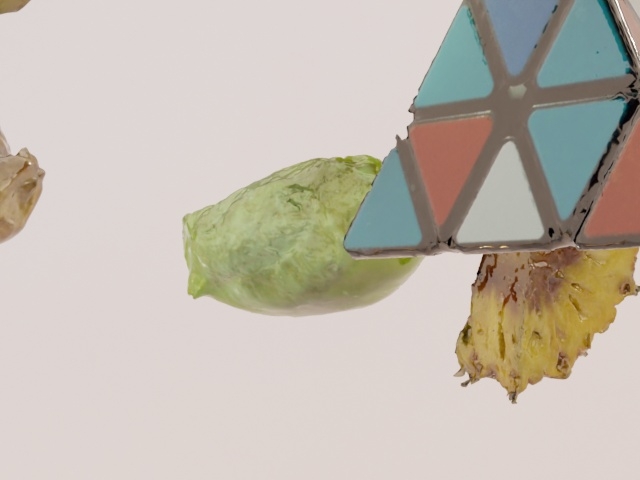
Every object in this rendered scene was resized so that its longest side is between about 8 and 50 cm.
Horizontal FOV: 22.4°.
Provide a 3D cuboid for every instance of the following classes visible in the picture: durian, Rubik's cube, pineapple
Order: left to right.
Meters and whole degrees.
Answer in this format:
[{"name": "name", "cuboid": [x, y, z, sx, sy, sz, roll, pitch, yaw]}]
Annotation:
[{"name": "durian", "cuboid": [0.000, 0.000, 1.291, 0.250, 0.139, 0.101, -9, -116, 26]}, {"name": "pineapple", "cuboid": [0.194, 0.014, 1.255, 0.079, 0.135, 0.233, 26, -77, 44]}, {"name": "Rubik's cube", "cuboid": [0.151, -0.114, 0.927, 0.284, 0.234, 0.250, -7, -176, -4]}]

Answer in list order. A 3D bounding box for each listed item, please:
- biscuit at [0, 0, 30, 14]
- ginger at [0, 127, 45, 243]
[{"name": "biscuit", "cuboid": [-0.164, -0.149, 0.706, 0.187, 0.036, 0.273, 2, -136, 25]}, {"name": "ginger", "cuboid": [-0.410, -0.056, 1.446, 0.375, 0.176, 0.256, 0, -135, 25]}]
